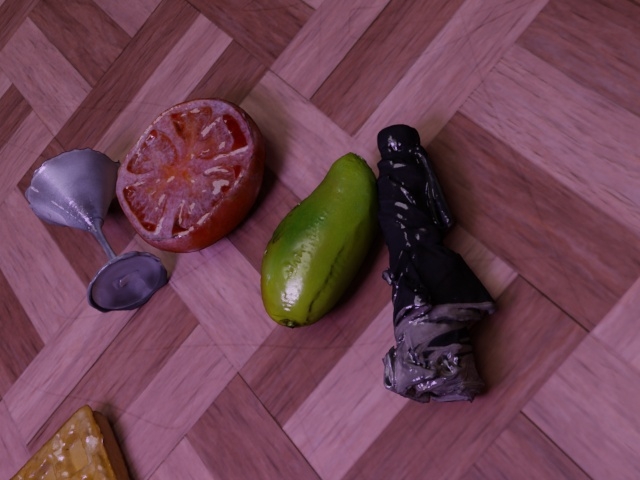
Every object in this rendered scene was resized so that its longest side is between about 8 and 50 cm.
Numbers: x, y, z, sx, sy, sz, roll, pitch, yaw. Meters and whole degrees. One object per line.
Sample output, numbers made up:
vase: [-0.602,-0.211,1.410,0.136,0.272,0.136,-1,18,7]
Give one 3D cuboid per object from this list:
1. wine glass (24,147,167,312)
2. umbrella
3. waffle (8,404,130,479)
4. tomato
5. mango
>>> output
wine glass: [-0.328,-0.011,1.409,0.156,0.156,0.232,-45,55,10]
umbrella: [0.117,0.013,1.094,0.106,0.113,0.358,-38,48,44]
waffle: [-0.372,0.374,1.309,0.274,0.057,0.168,-44,50,10]
tomato: [-0.174,-0.085,1.359,0.237,0.095,0.237,-13,59,23]
mango: [0.000,0.000,1.185,0.125,0.111,0.233,18,82,33]
